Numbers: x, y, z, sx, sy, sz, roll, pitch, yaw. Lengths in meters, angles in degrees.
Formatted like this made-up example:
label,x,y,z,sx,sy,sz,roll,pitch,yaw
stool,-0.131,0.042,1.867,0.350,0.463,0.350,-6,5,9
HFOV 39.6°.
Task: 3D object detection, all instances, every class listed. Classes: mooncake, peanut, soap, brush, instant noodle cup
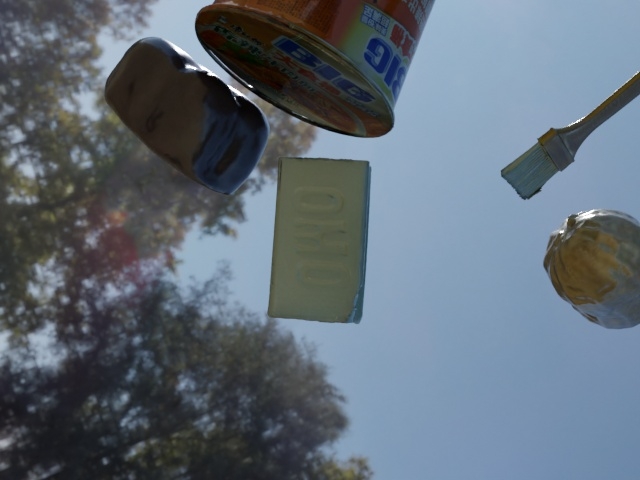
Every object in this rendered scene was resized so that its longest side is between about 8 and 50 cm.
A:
label,x,y,z,sx,sy,sz,roll,pitch,yaw
mooncake,-0.185,-0.178,1.242,0.133,0.245,0.245,-54,-134,5
peanut,0.447,0.054,1.388,0.174,0.340,0.158,0,-112,32
soap,0.000,0.000,1.078,0.063,0.115,0.198,38,54,-81
brush,0.256,-0.118,0.797,0.010,0.218,0.082,54,11,28
instant noodle cup,0.014,-0.294,1.137,0.296,0.214,0.296,28,-11,6
